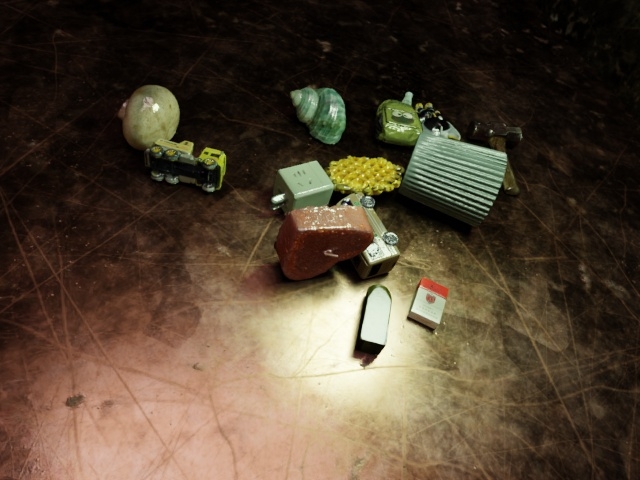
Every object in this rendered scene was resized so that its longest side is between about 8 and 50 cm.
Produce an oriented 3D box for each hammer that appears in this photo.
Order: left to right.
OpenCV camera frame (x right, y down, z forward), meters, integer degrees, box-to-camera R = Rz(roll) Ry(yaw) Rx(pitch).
[{"bbox_3d":[0.809,-0.366,2.097,0.243,0.095,0.408,6,58,-11],"label":"hammer"}]

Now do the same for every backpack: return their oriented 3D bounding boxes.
[{"bbox_3d":[0.334,-0.509,2.032,0.207,0.140,0.253,9,46,-9],"label":"backpack"}]

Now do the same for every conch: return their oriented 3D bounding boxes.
[{"bbox_3d":[-0.008,-0.542,1.950,0.277,0.195,0.220,34,79,-21],"label":"conch"}]

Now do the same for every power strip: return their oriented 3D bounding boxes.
[{"bbox_3d":[-0.088,-0.172,1.659,0.225,0.139,0.140,-18,62,-26],"label":"power strip"}]

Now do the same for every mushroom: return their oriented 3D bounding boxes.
[{"bbox_3d":[-0.633,-0.474,1.705,0.195,0.188,0.253,23,49,-1],"label":"mushroom"}]

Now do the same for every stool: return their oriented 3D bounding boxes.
[{"bbox_3d":[0.493,-0.244,1.790,0.331,0.297,0.297,20,51,6],"label":"stool"}]

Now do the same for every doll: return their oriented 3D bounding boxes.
[{"bbox_3d":[0.505,-0.524,2.108,0.146,0.103,0.316,13,42,-25],"label":"doll"}]

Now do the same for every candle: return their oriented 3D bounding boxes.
[{"bbox_3d":[0.000,0.000,1.426,0.317,0.287,0.131,-27,57,12],"label":"candle"}]

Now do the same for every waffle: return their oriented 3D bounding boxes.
[{"bbox_3d":[0.154,-0.248,1.785,0.330,0.062,0.329,-1,34,1],"label":"waffle"}]

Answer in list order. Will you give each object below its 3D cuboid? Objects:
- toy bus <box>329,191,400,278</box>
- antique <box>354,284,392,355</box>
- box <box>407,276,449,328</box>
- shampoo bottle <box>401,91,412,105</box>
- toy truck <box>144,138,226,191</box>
[{"bbox_3d":[0.144,-0.019,1.614,0.158,0.139,0.289,-18,64,-21],"label":"toy bus"},{"bbox_3d":[0.170,0.238,1.462,0.082,0.080,0.220,16,52,-2],"label":"antique"},{"bbox_3d":[0.361,0.207,1.560,0.100,0.048,0.152,27,54,3],"label":"box"},{"bbox_3d":[0.402,-0.636,2.201,0.069,0.041,0.190,16,51,5],"label":"shampoo bottle"},{"bbox_3d":[-0.469,-0.280,1.650,0.273,0.124,0.157,13,42,-2],"label":"toy truck"}]
